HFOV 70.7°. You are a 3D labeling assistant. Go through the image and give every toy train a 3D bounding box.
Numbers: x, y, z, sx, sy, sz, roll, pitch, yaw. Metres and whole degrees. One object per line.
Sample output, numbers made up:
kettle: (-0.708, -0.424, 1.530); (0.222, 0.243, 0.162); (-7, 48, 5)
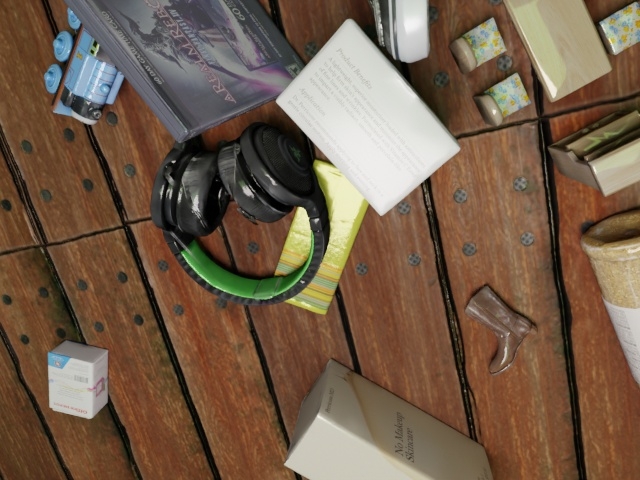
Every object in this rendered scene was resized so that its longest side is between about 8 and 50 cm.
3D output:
toy train: (-0.321, -0.250, 0.635); (0.105, 0.080, 0.184); (43, 111, 26)

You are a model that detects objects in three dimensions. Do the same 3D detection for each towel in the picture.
towel: (0.000, 0.000, 0.706); (0.102, 0.021, 0.237); (20, 109, -1)

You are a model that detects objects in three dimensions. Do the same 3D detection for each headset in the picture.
headset: (-0.134, -0.072, 0.604); (0.243, 0.185, 0.395); (-10, 113, 18)

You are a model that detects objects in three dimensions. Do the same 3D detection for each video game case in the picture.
video game case: (-0.133, -0.238, 0.525); (0.026, 0.274, 0.196); (-32, 100, 37)

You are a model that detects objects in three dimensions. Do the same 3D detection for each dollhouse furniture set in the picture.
dollhouse furniture set: (0.302, -0.194, 0.521); (0.212, 0.161, 0.242); (-28, 100, 16)

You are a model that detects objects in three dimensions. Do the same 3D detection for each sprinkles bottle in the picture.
sprinkles bottle: (0.476, 0.136, 0.616); (0.121, 0.121, 0.356); (-24, 101, 15)

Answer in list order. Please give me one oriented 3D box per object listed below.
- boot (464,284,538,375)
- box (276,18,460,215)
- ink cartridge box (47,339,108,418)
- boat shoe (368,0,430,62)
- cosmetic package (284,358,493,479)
boot: (0.258, 0.138, 0.695); (0.114, 0.037, 0.106); (36, 96, -6)
box: (0.064, -0.152, 0.563); (0.119, 0.182, 0.181); (-41, 96, 20)
ink cartridge box: (-0.449, 0.258, 0.838); (0.088, 0.052, 0.123); (12, 107, 6)
boat shoe: (0.048, -0.343, 0.505); (0.119, 0.121, 0.336); (-10, 75, 10)
cosmetic package: (0.113, 0.342, 0.718); (0.309, 0.160, 0.113); (31, 108, -2)
